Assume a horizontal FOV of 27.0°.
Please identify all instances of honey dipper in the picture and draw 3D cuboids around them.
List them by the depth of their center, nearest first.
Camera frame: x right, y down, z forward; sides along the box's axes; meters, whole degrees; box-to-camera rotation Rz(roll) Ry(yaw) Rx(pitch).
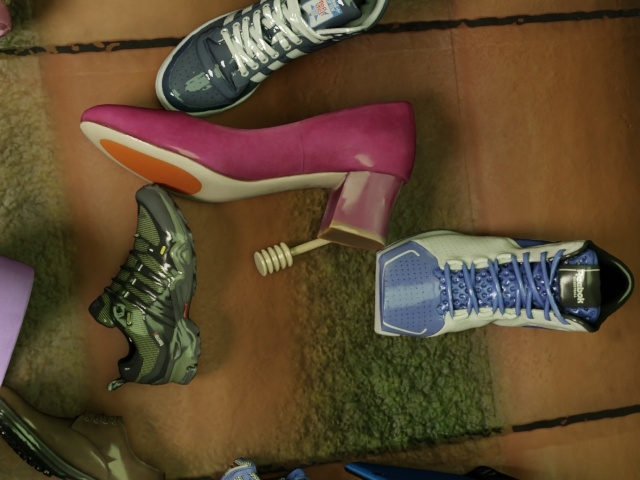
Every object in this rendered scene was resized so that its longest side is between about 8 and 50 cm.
[{"bbox_3d":[0.000,0.000,1.552,0.161,0.030,0.030,-22,95,-19],"label":"honey dipper"}]

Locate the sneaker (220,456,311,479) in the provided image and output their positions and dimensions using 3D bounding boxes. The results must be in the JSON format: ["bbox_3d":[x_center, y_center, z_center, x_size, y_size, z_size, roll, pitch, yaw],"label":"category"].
[{"bbox_3d":[-0.017,0.306,1.513,0.221,0.083,0.087,19,78,-18],"label":"sneaker"}]

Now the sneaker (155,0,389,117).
[{"bbox_3d":[-0.049,-0.230,1.477,0.282,0.153,0.099,-30,97,-15],"label":"sneaker"}]

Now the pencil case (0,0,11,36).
[{"bbox_3d":[-0.404,-0.394,1.374,0.160,0.167,0.386,-1,88,18],"label":"pencil case"}]

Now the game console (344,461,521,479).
[{"bbox_3d":[0.181,0.343,1.461,0.173,0.293,0.250,-23,96,-15],"label":"game console"}]

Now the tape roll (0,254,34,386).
[{"bbox_3d":[-0.370,0.139,1.306,0.090,0.275,0.274,21,83,-16],"label":"tape roll"}]

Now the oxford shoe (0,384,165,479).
[{"bbox_3d":[-0.266,0.217,1.445,0.227,0.083,0.096,40,67,-18],"label":"oxford shoe"}]

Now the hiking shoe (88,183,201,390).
[{"bbox_3d":[-0.197,0.052,1.460,0.114,0.086,0.226,-7,91,-20],"label":"hiking shoe"}]

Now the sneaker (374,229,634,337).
[{"bbox_3d":[0.228,0.044,1.540,0.316,0.182,0.127,-2,88,-17],"label":"sneaker"}]

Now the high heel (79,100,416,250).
[{"bbox_3d":[-0.073,-0.126,1.499,0.377,0.127,0.181,20,72,-20],"label":"high heel"}]
